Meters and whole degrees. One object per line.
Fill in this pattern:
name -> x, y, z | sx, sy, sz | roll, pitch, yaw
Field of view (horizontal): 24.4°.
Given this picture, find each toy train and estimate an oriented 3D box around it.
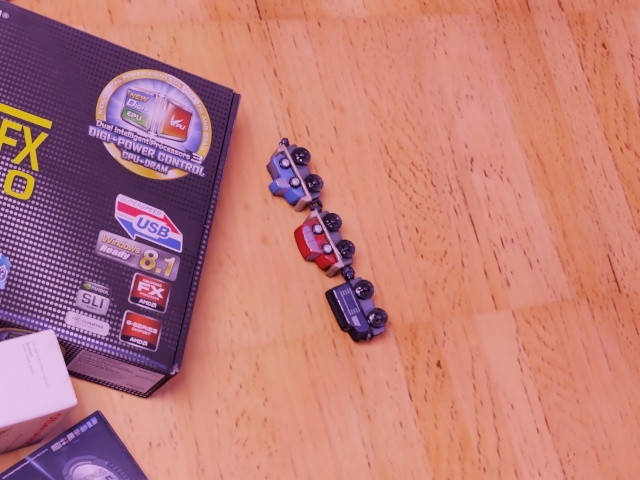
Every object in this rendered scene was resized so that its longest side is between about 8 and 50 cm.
toy train -> 0.000, 0.000, 1.054 | 0.036, 0.027, 0.158 | -22, 80, -21

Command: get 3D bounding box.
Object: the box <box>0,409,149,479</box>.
box -> -0.153, 0.154, 0.914 | 0.083, 0.018, 0.067 | -32, 85, -33

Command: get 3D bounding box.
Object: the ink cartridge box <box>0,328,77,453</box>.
ink cartridge box -> -0.214, 0.100, 0.865 | 0.122, 0.088, 0.052 | -15, 76, -31

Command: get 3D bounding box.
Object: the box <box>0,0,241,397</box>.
box -> -0.201, -0.042, 0.950 | 0.270, 0.060, 0.216 | 21, 61, -18
